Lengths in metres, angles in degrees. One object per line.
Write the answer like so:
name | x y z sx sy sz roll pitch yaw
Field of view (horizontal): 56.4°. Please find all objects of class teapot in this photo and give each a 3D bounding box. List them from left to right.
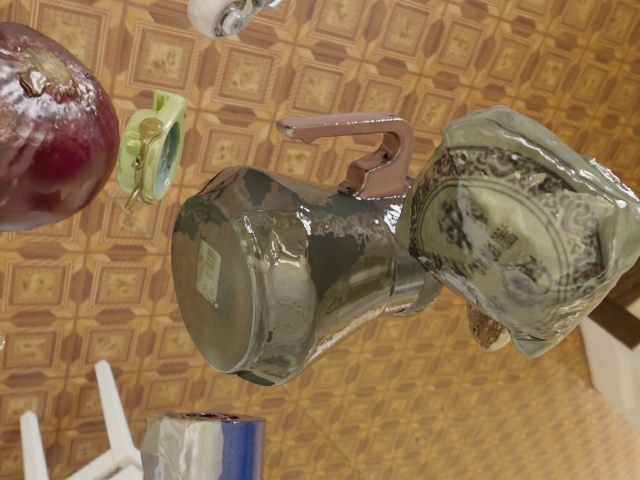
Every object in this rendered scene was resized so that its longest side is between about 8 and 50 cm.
teapot | 0.000 0.000 0.870 0.362 0.306 0.375 -11 122 -37

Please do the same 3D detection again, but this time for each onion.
onion | -0.448 -0.139 0.880 0.282 0.336 0.260 -35 106 19

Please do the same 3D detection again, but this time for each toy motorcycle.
toy motorcycle | -0.070 -0.350 0.782 0.254 0.112 0.112 -48 132 -12

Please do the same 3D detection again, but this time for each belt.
belt | -0.204 0.366 1.068 0.213 0.347 0.117 5 76 -8

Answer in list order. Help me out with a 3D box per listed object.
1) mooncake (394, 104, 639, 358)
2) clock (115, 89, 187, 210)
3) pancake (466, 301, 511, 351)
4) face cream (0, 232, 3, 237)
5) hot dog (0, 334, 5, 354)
mooncake | 0.207 -0.010 0.674 0.136 0.250 0.254 -33 157 -29
clock | -0.402 -0.200 1.401 0.096 0.308 0.235 16 124 -5
pancake | 0.311 0.061 1.054 0.049 0.282 0.282 12 116 -6
face cream | -0.783 0.005 1.240 0.283 0.073 0.073 -34 142 -52
hot dog | -0.493 0.119 0.703 0.236 0.092 0.062 0 83 4
